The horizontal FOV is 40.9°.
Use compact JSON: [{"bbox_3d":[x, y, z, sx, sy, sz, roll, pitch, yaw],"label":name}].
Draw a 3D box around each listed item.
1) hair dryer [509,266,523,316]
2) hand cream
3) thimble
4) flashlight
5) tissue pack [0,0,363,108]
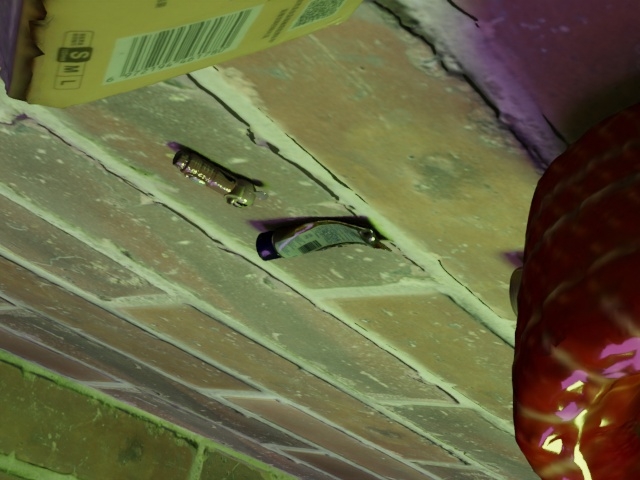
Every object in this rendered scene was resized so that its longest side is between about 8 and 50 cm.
[{"bbox_3d":[0.303,0.073,0.959,0.117,0.064,0.181,-8,156,40],"label":"hair dryer"},{"bbox_3d":[0.000,0.000,1.006,0.163,0.039,0.062,-5,149,28],"label":"hand cream"},{"bbox_3d":[0.313,0.070,0.604,0.350,0.231,0.350,11,136,11],"label":"thimble"},{"bbox_3d":[-0.111,-0.062,0.927,0.110,0.031,0.052,29,154,-29],"label":"flashlight"},{"bbox_3d":[-0.052,-0.227,0.344,0.238,0.239,0.305,22,156,-16],"label":"tissue pack"}]
